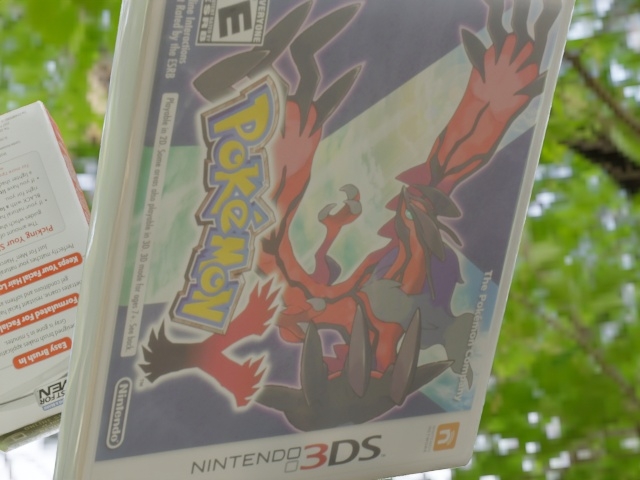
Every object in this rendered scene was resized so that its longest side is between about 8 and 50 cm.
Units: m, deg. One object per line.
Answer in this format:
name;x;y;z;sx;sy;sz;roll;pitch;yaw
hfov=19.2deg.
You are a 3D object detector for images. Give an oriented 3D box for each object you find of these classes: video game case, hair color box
video game case;0.000;0.000;0.677;0.183;0.023;0.201;-4;-67;-36
hair color box;-0.163;0.020;1.033;0.093;0.167;0.053;-21;-14;-2
